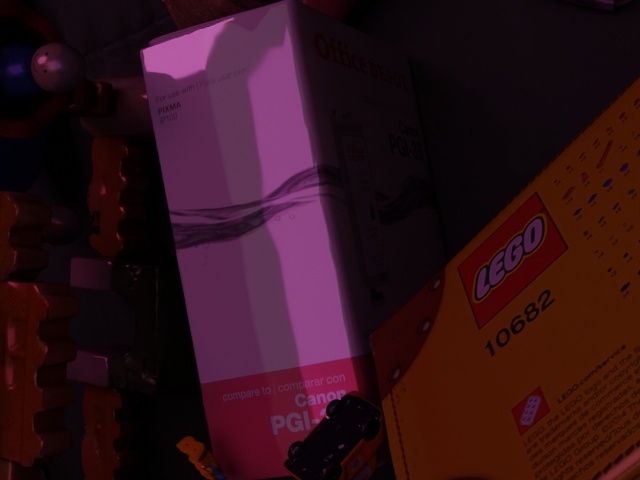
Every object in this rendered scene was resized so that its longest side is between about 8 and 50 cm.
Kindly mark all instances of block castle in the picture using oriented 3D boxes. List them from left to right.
[{"bbox_3d":[-0.178,0.072,0.698,0.213,0.303,0.453,4,92,34],"label":"block castle"}]

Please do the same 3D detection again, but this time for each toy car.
[{"bbox_3d":[-0.017,0.116,0.538,0.122,0.060,0.040,0,134,38],"label":"toy car"}]

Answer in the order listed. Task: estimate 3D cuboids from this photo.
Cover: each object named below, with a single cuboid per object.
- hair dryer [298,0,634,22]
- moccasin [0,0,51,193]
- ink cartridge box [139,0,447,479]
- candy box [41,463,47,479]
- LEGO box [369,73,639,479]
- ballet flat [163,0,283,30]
[{"bbox_3d":[0.084,-0.228,0.677,0.293,0.080,0.223,-27,78,25],"label":"hair dryer"},{"bbox_3d":[-0.335,-0.174,0.885,0.117,0.138,0.342,-26,65,30],"label":"moccasin"},{"bbox_3d":[0.000,0.000,0.653,0.117,0.207,0.283,-12,86,25],"label":"ink cartridge box"},{"bbox_3d":[-0.355,0.153,0.863,0.070,0.165,0.196,-25,80,27],"label":"candy box"},{"bbox_3d":[0.327,0.026,0.390,0.372,0.193,0.500,36,112,-22],"label":"LEGO box"},{"bbox_3d":[-0.139,-0.299,0.792,0.124,0.116,0.342,-37,78,44],"label":"ballet flat"}]
